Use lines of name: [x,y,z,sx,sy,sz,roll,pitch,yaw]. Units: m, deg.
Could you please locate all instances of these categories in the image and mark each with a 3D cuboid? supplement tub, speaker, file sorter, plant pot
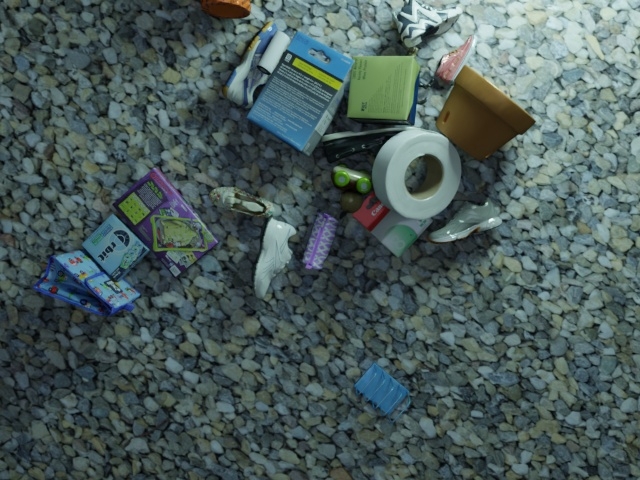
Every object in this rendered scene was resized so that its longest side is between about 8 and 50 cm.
supplement tub: [-0.298,-0.916,1.651,0.207,0.207,0.338,4,96,1]
speaker: [-0.154,-0.616,1.678,0.055,0.055,0.136,28,87,-1]
file sorter: [0.223,0.550,1.837,0.170,0.104,0.118,40,95,-2]
plant pot: [0.514,-0.397,1.660,0.291,0.291,0.203,37,113,-2]

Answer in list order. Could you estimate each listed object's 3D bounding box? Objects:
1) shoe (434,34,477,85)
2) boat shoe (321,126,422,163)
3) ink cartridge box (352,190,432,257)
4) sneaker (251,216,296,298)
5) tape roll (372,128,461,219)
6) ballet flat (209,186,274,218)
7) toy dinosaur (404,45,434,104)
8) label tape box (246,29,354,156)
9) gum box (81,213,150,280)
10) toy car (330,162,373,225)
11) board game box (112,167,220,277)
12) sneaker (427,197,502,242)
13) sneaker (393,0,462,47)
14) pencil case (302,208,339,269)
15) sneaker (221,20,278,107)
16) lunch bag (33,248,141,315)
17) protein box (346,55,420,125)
shoe: [0.456,-0.622,1.728,0.081,0.063,0.178,25,100,-6]
boat shoe: [0.175,-0.319,1.738,0.339,0.127,0.113,-5,96,4]
ink cartridge box: [0.252,-0.079,1.798,0.224,0.056,0.181,42,94,-3]
sneaker: [-0.168,0.071,1.802,0.129,0.111,0.297,13,101,-14]
tape roll: [0.314,-0.215,1.667,0.286,0.100,0.286,-7,110,-19]
ballet flat: [-0.280,-0.137,1.796,0.240,0.077,0.091,12,97,1]
toy dinosaur: [0.316,-0.519,1.747,0.118,0.064,0.268,17,97,15]
label tape box: [-0.057,-0.485,1.708,0.240,0.106,0.334,34,96,16]
gum box: [-0.727,0.025,1.817,0.184,0.041,0.157,44,87,9]
toy car: [0.090,-0.151,1.754,0.148,0.155,0.189,16,109,-3]
board game box: [-0.550,-0.062,1.828,0.208,0.056,0.347,-39,94,9]
sneaker: [0.488,-0.069,1.778,0.262,0.099,0.121,-18,88,-4]
sneaker: [0.346,-0.758,1.702,0.235,0.094,0.153,-31,83,-5]
pencil case: [0.000,0.000,1.795,0.086,0.088,0.206,17,97,2]
sneaker: [-0.213,-0.594,1.747,0.131,0.112,0.296,30,97,-19]
lunch bag: [-0.779,0.168,1.769,0.293,0.221,0.138,32,96,-1]
protein box: [0.210,-0.491,1.687,0.201,0.136,0.200,7,96,20]
